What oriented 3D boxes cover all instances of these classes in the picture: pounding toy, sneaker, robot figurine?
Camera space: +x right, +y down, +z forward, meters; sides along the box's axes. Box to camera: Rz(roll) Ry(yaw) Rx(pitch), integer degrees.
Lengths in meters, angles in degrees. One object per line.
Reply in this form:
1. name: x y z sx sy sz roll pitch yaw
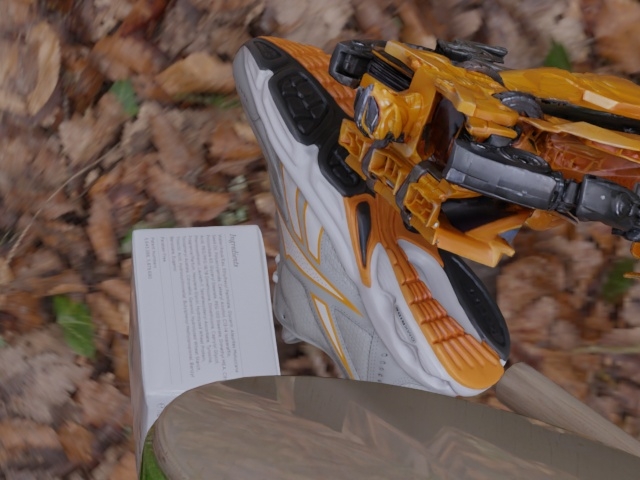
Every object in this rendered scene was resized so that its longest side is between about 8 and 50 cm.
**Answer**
1. pounding toy: 0.048 0.118 0.482 0.237 0.183 0.110 1 107 -52
2. sneaker: 0.000 0.000 1.068 0.099 0.121 0.262 -7 63 -50
3. robot figurine: 0.140 -0.037 0.940 0.291 0.211 0.085 8 112 -29

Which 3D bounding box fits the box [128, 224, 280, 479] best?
1. box: -0.107 0.111 1.564 0.119 0.181 0.182 -2 52 -9
